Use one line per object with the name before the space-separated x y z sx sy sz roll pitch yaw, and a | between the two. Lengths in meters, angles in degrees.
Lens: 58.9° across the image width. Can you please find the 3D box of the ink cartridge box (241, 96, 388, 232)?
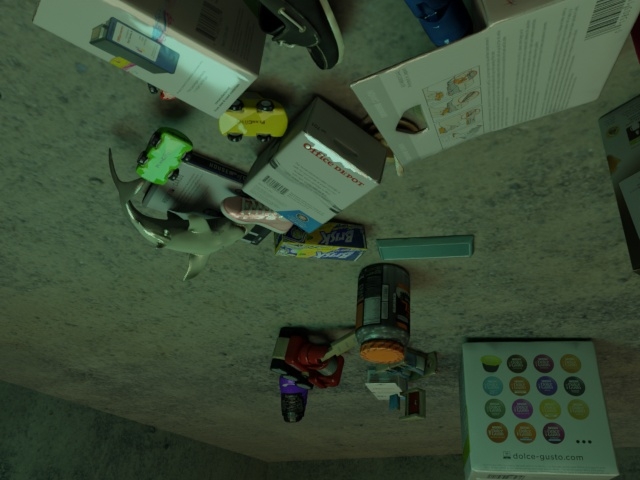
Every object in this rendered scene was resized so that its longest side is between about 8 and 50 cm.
ink cartridge box | -0.011 -0.108 0.873 0.140 0.082 0.191 33 141 -20

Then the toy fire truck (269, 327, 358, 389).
toy fire truck | 0.019 0.321 1.574 0.247 0.158 0.217 -1 150 31

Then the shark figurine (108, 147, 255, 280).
shark figurine | -0.268 -0.038 0.992 0.278 0.116 0.166 23 113 -41

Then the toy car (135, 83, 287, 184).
toy car | -0.195 -0.171 0.814 0.239 0.053 0.225 27 128 -30

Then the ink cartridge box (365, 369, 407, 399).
ink cartridge box | 0.215 0.462 1.833 0.104 0.060 0.180 -5 148 19

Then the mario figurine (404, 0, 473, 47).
mario figurine | 0.079 -0.325 0.527 0.321 0.170 0.198 24 110 -46

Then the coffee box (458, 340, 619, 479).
coffee box | 0.562 0.484 1.550 0.338 0.334 0.338 -2 150 11

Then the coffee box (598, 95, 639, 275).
coffee box | 0.465 -0.060 0.742 0.141 0.246 0.098 24 144 -28

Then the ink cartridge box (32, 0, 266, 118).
ink cartridge box | -0.168 -0.255 0.607 0.212 0.154 0.093 24 145 -30

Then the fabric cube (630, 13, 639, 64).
fabric cube | 0.476 -0.204 0.498 0.258 0.254 0.259 20 147 -19

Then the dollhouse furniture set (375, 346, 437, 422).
dollhouse furniture set | 0.245 0.403 1.611 0.129 0.183 0.129 23 145 -26

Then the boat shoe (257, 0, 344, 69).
boat shoe | -0.032 -0.251 0.614 0.079 0.084 0.233 -36 163 6

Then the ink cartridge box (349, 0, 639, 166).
ink cartridge box | 0.180 -0.184 0.607 0.261 0.066 0.296 -17 168 14

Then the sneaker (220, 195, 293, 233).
sneaker | -0.099 -0.057 0.974 0.134 0.050 0.070 17 144 -26

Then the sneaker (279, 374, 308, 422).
sneaker | -0.088 0.544 1.936 0.102 0.146 0.293 3 149 4

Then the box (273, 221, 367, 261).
box | 0.000 0.000 1.077 0.169 0.054 0.059 4 152 -20

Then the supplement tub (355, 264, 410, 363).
supplement tub | 0.134 0.158 1.213 0.117 0.190 0.117 4 150 2

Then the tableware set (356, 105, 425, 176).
tableware set | 0.139 -0.165 0.820 0.128 0.039 0.194 21 146 -24

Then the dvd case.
dvd case | -0.185 -0.073 1.035 0.239 0.029 0.179 21 146 -23

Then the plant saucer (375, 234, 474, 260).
plant saucer | 0.210 0.017 1.136 0.192 0.018 0.067 -4 148 13
